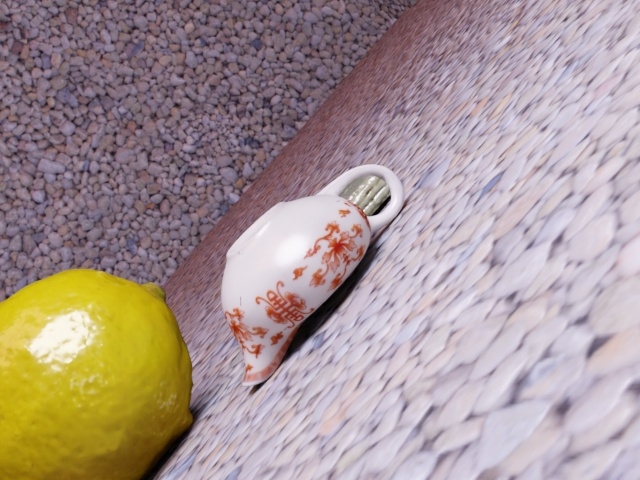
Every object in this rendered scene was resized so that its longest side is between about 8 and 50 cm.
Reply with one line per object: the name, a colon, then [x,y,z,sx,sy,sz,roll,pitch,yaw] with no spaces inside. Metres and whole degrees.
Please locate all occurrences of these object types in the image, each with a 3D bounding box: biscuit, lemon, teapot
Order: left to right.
lemon: [-0.253,0.158,1.032,0.288,0.234,0.233,-56,9,-1]
teapot: [-0.015,0.016,0.960,0.245,0.116,0.159,-43,-4,-11]
biscuit: [0.000,0.000,1.121,0.199,0.040,0.121,-48,10,-7]
